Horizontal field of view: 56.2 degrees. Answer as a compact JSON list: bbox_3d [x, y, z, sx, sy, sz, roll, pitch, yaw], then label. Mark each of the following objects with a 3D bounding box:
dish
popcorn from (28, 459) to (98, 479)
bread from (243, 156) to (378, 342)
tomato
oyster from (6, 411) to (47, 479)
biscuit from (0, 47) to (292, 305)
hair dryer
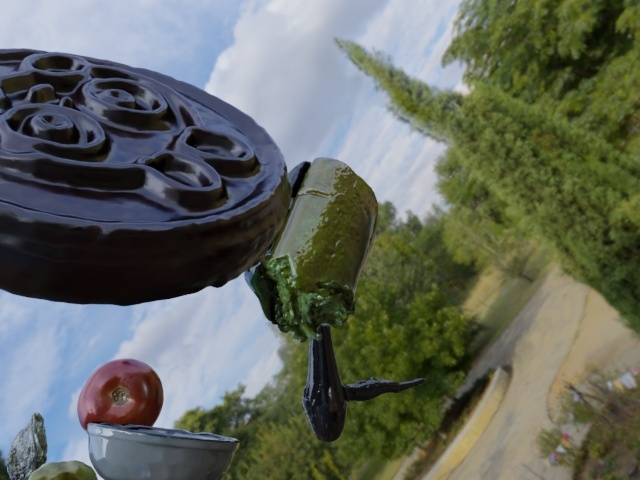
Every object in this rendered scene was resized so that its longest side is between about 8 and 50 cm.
[{"bbox_3d":[-0.292,0.403,1.083,0.303,0.303,0.120,85,-169,-72],"label":"dish"},{"bbox_3d":[-0.524,0.578,1.041,0.292,0.294,0.334,-32,16,2],"label":"popcorn"},{"bbox_3d":[0.000,0.000,1.281,0.208,0.251,0.377,-19,40,42],"label":"bread"},{"bbox_3d":[-0.457,0.370,1.377,0.195,0.195,0.136,-47,-8,-24],"label":"tomato"},{"bbox_3d":[-0.734,0.534,1.505,0.177,0.125,0.064,-61,-24,4],"label":"oyster"},{"bbox_3d":[-0.221,-0.091,0.589,0.407,0.407,0.091,-33,-33,-57],"label":"biscuit"},{"bbox_3d":[0.120,0.361,1.600,0.359,0.304,0.120,-2,-1,-21],"label":"hair dryer"}]
